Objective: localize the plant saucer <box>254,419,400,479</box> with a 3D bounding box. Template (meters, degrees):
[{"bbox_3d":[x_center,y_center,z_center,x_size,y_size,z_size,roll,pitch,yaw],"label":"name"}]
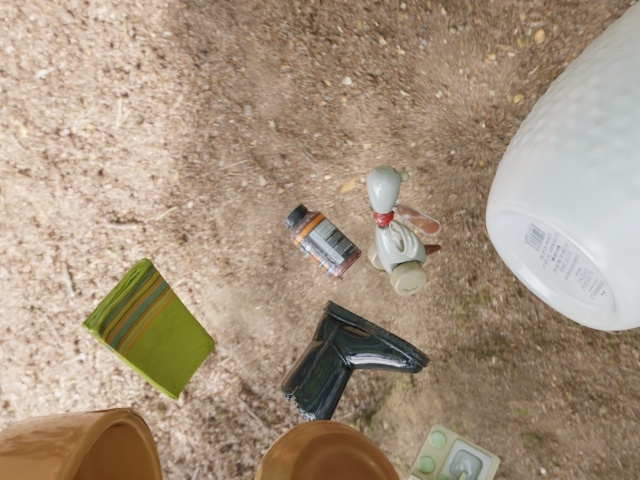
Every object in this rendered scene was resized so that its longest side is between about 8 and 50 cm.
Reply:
[{"bbox_3d":[0.023,0.282,0.640,0.200,0.200,0.037,49,131,3],"label":"plant saucer"}]

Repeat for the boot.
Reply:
[{"bbox_3d":[0.054,0.243,1.103,0.247,0.094,0.207,24,84,39],"label":"boot"}]

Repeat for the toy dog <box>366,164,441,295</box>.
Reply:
[{"bbox_3d":[0.199,-0.028,1.383,0.161,0.333,0.220,-24,64,-12],"label":"toy dog"}]

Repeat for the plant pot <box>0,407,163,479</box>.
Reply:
[{"bbox_3d":[-0.221,0.246,0.353,0.204,0.291,0.290,0,99,0],"label":"plant pot"}]

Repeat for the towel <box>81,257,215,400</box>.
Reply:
[{"bbox_3d":[-0.199,0.120,0.764,0.021,0.237,0.102,27,67,27],"label":"towel"}]

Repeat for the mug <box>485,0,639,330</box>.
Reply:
[{"bbox_3d":[0.344,-0.065,0.673,0.328,0.374,0.276,-41,78,-10],"label":"mug"}]

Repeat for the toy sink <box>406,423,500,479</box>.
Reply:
[{"bbox_3d":[0.277,0.480,1.293,0.153,0.234,0.131,25,76,15],"label":"toy sink"}]

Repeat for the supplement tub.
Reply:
[{"bbox_3d":[0.000,0.000,1.522,0.198,0.106,0.106,44,107,5],"label":"supplement tub"}]
